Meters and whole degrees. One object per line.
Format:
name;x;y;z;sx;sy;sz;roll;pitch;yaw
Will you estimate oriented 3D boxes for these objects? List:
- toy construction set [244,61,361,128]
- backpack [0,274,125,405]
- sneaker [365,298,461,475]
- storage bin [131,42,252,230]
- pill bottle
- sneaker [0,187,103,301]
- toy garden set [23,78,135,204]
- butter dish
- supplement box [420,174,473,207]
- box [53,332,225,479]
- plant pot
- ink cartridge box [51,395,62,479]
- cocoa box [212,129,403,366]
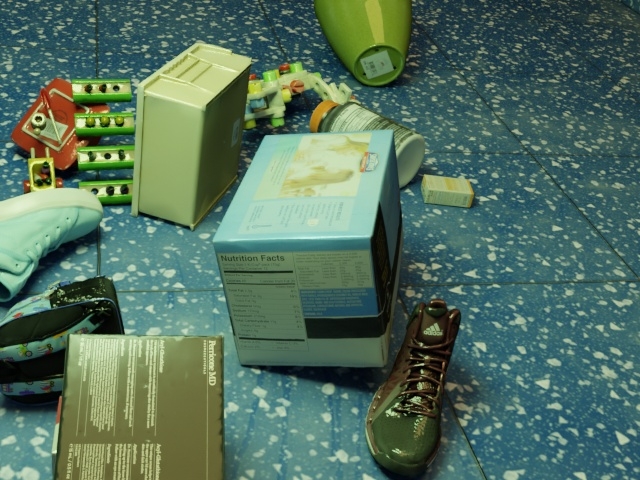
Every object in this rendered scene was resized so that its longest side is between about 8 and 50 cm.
toy construction set;-0.072;-0.332;1.868;0.328;0.151;0.215;-6;12;-36
backpack;-0.351;0.136;1.104;0.173;0.158;0.117;-13;30;-12
sneaker;0.135;0.178;1.148;0.107;0.162;0.281;13;33;5
storage bin;-0.231;-0.199;1.526;0.123;0.262;0.260;17;34;9
pill bottle;0.092;-0.216;1.757;0.246;0.130;0.130;33;40;30
sneaker;-0.486;0.025;1.283;0.366;0.135;0.150;-19;74;-44
toy garden set;-0.443;-0.187;1.510;0.204;0.049;0.244;-4;78;-18
butter dish;-0.494;-0.211;1.618;0.160;0.118;0.159;29;77;19
supplement box;0.264;-0.103;1.716;0.099;0.036;0.062;6;34;-6
box;-0.203;0.244;0.938;0.185;0.103;0.261;1;58;-9
plant pot;0.133;-0.558;2.201;0.275;0.274;0.293;2;51;-12
ink cartridge box;-0.263;0.248;1.035;0.135;0.056;0.099;2;34;-12
cocoa box;0.000;0.000;1.277;0.232;0.227;0.347;-2;32;12
